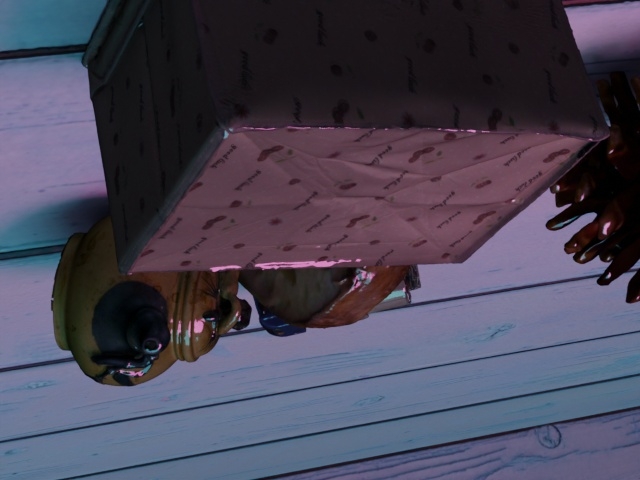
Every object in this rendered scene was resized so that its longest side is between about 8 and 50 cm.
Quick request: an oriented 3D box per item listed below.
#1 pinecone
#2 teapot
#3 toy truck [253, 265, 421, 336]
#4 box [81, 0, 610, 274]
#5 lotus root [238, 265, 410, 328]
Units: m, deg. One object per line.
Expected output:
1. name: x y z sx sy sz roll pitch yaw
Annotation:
1. pinecone: 0.326 -0.053 1.136 0.264 0.264 0.264 -12 160 -4
2. teapot: -0.156 0.057 1.200 0.182 0.173 0.269 6 -166 6
3. toy truck: 0.020 0.058 1.451 0.201 0.088 0.074 -14 162 2
4. box: 0.010 -0.102 0.869 0.297 0.190 0.225 -3 156 -28
5. lotus root: 0.000 0.000 1.188 0.260 0.170 0.074 -34 155 35
